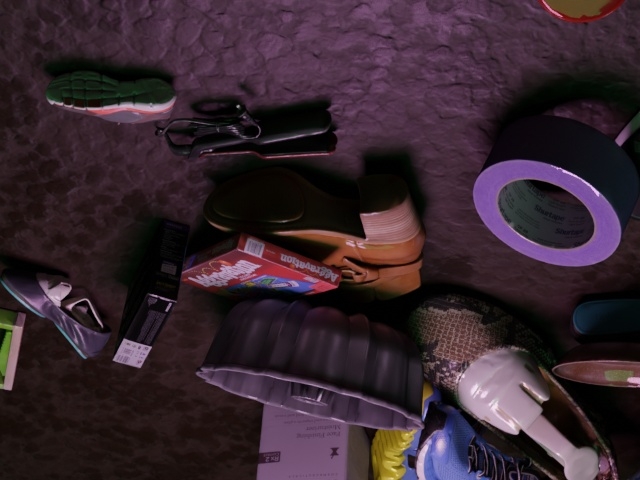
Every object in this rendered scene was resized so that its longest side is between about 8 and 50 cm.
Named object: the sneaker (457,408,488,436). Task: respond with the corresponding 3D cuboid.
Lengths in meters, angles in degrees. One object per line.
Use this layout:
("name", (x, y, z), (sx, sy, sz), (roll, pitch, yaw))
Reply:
("sneaker", (0.243, 0.273, 1.999), (0.042, 0.118, 0.067), (23, 143, 25))

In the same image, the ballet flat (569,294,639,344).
("ballet flat", (0.497, 0.117, 1.809), (0.281, 0.095, 0.096), (-1, 151, 23))

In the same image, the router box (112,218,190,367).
("router box", (-0.236, 0.075, 1.783), (0.046, 0.133, 0.179), (18, 139, -15))

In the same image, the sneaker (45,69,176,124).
("sneaker", (-0.255, -0.163, 1.558), (0.158, 0.061, 0.065), (6, 147, -1))

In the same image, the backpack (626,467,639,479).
("backpack", (0.567, 0.451, 2.000), (0.273, 0.355, 0.290), (28, 139, 10))

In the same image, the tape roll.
("tape roll", (0.288, -0.059, 1.564), (0.189, 0.080, 0.189), (21, 148, 14))

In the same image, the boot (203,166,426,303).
("boot", (0.000, 0.000, 1.712), (0.284, 0.109, 0.220), (-6, 146, 6))

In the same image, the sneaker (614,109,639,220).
("sneaker", (0.418, -0.098, 1.519), (0.107, 0.124, 0.283), (8, 141, -4))

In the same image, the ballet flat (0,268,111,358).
("ballet flat", (-0.380, 0.093, 1.878), (0.074, 0.074, 0.203), (-21, 128, 28))

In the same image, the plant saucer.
("plant saucer", (0.429, 0.174, 1.807), (0.199, 0.036, 0.198), (6, 165, 2))

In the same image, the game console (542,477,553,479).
("game console", (0.476, 0.562, 2.377), (0.342, 0.060, 0.386), (14, 141, -19))

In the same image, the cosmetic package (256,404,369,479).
("cosmetic package", (-0.010, 0.372, 2.081), (0.151, 0.183, 0.151), (-7, 139, 13))

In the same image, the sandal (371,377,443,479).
("sandal", (0.164, 0.305, 2.048), (0.138, 0.126, 0.317), (-3, 147, -8))

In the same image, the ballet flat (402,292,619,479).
("ballet flat", (0.314, 0.249, 1.900), (0.164, 0.182, 0.483), (-42, 126, 9))

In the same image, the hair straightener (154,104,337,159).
("hair straightener", (-0.098, -0.143, 1.585), (0.231, 0.047, 0.089), (0, 140, 12))

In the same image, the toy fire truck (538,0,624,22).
("toy fire truck", (0.316, -0.352, 1.213), (0.302, 0.169, 0.253), (2, 122, 1))

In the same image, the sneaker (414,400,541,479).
("sneaker", (0.248, 0.339, 1.888), (0.147, 0.129, 0.330), (-3, 144, 32))

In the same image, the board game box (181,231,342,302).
("board game box", (-0.093, 0.045, 1.724), (0.145, 0.027, 0.281), (22, 163, -19))

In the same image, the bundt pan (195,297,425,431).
("bundt pan", (-0.002, 0.168, 1.795), (0.331, 0.124, 0.331), (12, 165, 3))

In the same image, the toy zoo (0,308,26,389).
("toy zoo", (-0.615, 0.146, 1.984), (0.293, 0.030, 0.192), (13, 140, -11))
